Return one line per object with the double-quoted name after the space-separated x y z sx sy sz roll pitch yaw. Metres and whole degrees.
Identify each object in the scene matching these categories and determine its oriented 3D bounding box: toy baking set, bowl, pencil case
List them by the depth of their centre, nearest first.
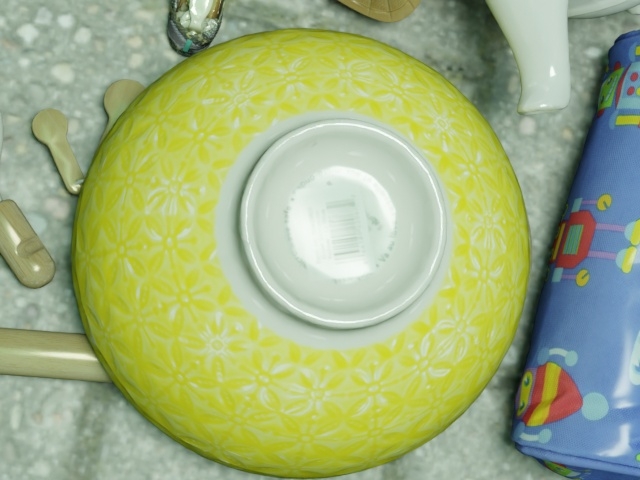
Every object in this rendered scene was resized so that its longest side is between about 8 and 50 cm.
0.000 0.000 0.885 0.289 0.156 0.289 1 83 -9 "bowl"
-0.183 -0.008 0.958 0.256 0.030 0.196 1 80 -10 "toy baking set"
0.218 0.018 0.974 0.133 0.119 0.306 18 80 -12 "pencil case"

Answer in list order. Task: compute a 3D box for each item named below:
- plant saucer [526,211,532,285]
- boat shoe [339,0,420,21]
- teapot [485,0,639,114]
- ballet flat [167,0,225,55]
0.039 0.006 0.988 0.199 0.036 0.198 1 84 -9 "plant saucer"
-0.009 -0.203 0.994 0.170 0.059 0.063 33 107 -11 "boat shoe"
0.178 -0.232 0.961 0.256 0.252 0.187 -32 116 5 "teapot"
-0.073 -0.178 0.989 0.041 0.041 0.114 14 81 -8 "ballet flat"
